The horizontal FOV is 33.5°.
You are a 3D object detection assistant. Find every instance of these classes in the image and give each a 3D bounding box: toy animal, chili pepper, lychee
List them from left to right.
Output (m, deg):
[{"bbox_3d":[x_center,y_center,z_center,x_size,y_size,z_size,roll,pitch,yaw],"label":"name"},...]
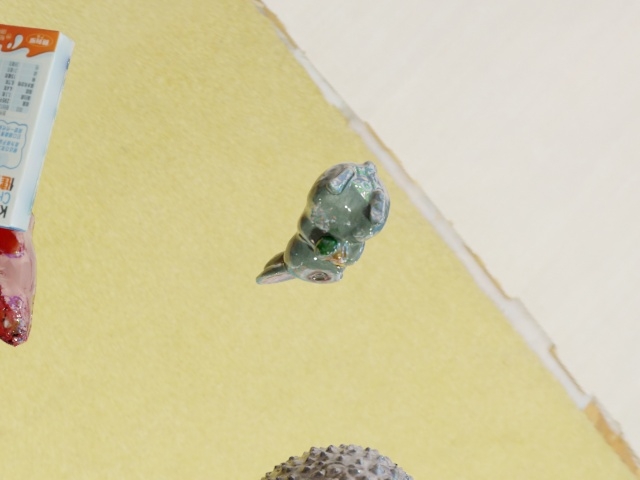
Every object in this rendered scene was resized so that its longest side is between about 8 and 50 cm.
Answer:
[{"bbox_3d":[-0.454,0.014,1.503,0.110,0.387,0.110,-10,127,-14],"label":"chili pepper"},{"bbox_3d":[0.003,0.000,1.527,0.127,0.125,0.251,-15,155,-44],"label":"toy animal"},{"bbox_3d":[0.004,0.404,1.376,0.300,0.300,0.300,-11,115,-25],"label":"lychee"}]

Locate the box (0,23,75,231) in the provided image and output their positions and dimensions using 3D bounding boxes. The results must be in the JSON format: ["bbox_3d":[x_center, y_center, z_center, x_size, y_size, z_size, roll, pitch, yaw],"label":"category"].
[{"bbox_3d":[-0.480,-0.162,1.408,0.048,0.273,0.265,33,70,-71],"label":"box"}]
